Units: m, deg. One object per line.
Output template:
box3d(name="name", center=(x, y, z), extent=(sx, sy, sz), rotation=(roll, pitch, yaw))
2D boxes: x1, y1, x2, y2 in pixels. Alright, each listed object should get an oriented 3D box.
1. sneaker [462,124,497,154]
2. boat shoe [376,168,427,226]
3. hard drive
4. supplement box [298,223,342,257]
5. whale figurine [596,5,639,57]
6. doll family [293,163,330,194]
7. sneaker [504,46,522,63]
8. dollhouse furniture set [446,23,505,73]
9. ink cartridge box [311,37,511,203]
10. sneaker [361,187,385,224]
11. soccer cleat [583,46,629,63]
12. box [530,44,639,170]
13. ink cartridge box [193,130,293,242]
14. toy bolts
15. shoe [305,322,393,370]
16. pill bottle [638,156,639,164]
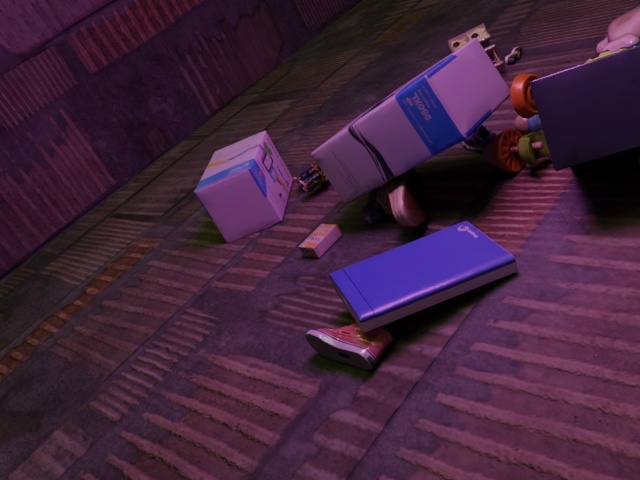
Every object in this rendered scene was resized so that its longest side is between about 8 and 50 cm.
box3d(name="sneaker", center=(0.419, -0.275, 1.762), extent=(0.068, 0.071, 0.170), rotation=(-33, 26, -6))
box3d(name="boat shoe", center=(0.192, -0.100, 1.648), extent=(0.098, 0.109, 0.302), rotation=(-28, 19, 18))
box3d(name="hard drive", center=(0.196, 0.064, 1.353), extent=(0.319, 0.040, 0.210), rotation=(-21, 26, -7))
box3d(name="supplement box", center=(0.000, 0.000, 1.730), extent=(0.062, 0.036, 0.098), rotation=(4, 42, 49))
box3d(name="whale figurine", center=(0.795, -0.495, 1.681), extent=(0.216, 0.141, 0.272), rotation=(-21, 17, 50))
box3d(name="doll family", center=(-0.015, -0.194, 2.047), extent=(0.111, 0.076, 0.193), rotation=(-37, 24, -6))
box3d(name="sneaker", center=(0.624, -0.589, 2.161), extent=(0.035, 0.031, 0.083), rotation=(24, 61, 42))
box3d(name="dollhouse furniture set", center=(0.505, -0.566, 2.171), extent=(0.129, 0.129, 0.183), rotation=(-23, 57, 14))
box3d(name="ink cartridge box", center=(0.210, -0.278, 1.616), extent=(0.395, 0.166, 0.285), rotation=(-28, 11, 45))
box3d(name="sneaker", center=(0.148, -0.091, 1.741), extent=(0.058, 0.052, 0.135), rotation=(-6, 41, 21))
box3d(name="soccer cleat", center=(0.680, -0.356, 1.468), extent=(0.289, 0.093, 0.121), rotation=(-13, 63, 21))
box3d(name="box", center=(0.615, -0.270, 1.305), extent=(0.344, 0.178, 0.312), rotation=(-16, 2, 25))
box3d(name="ink cartridge box", center=(-0.226, -0.169, 2.070), extent=(0.197, 0.198, 0.270), rotation=(-21, 28, 18))
box3d(name="toy bolts", center=(0.482, -0.287, 1.604), extent=(0.229, 0.218, 0.159), rotation=(-25, 14, -33))
box3d(name="shoe", center=(0.055, 0.192, 1.317), extent=(0.178, 0.063, 0.081), rotation=(11, 45, 45))
box3d(name="pill bottle", center=(0.686, -0.140, 1.220), extent=(0.194, 0.108, 0.108), rotation=(-15, 30, 26))
